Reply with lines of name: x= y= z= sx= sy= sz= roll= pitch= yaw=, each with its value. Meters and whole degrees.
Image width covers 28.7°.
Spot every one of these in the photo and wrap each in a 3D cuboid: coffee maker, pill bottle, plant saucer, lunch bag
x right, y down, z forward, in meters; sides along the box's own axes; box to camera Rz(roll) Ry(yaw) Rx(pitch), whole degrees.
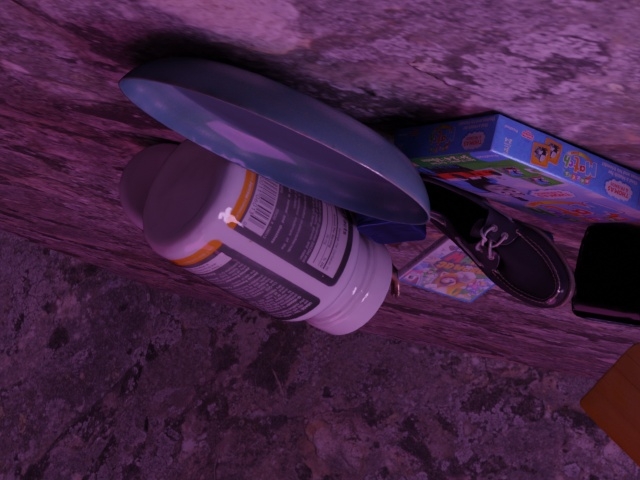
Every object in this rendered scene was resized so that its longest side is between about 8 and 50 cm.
coffee maker: x=0.374 y=0.041 z=1.383 sx=0.178 sy=0.120 sz=0.171 roll=9 pitch=153 yaw=19
pill bottle: x=-0.183 y=-0.048 z=1.629 sx=0.117 sy=0.117 sz=0.215 roll=13 pitch=171 yaw=7
plant saucer: x=-0.037 y=-0.098 z=1.181 sx=0.318 sy=0.043 sz=0.317 roll=23 pitch=173 yaw=3
pill bottle: x=-0.055 y=-0.001 z=1.456 sx=0.278 sy=0.162 sz=0.162 roll=32 pitch=162 yaw=-37
lunch bag: x=0.084 y=-0.038 z=1.447 sx=0.067 sy=0.065 sz=0.098 roll=-6 pitch=164 yaw=21

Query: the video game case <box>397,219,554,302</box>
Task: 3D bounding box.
video game case: x=0.191 y=0.022 z=1.559 sx=0.119 sy=0.015 sz=0.166 roll=19 pitch=141 yaw=-28

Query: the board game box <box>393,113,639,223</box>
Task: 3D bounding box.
board game box: x=0.197 y=-0.063 z=1.179 sx=0.212 sy=0.039 sz=0.160 roll=17 pitch=171 yaw=-28

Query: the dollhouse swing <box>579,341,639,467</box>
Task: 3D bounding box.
dollhouse swing: x=0.489 y=0.087 z=1.154 sx=0.347 sy=0.304 sz=0.315 roll=-7 pitch=-147 yaw=-27

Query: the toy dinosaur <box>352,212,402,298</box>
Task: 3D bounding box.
toy dinosaur: x=0.000 y=0.000 z=1.666 sx=0.200 sy=0.127 sz=0.296 roll=24 pitch=163 yaw=-19

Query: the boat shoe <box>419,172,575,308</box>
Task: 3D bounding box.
boat shoe: x=0.164 y=-0.001 z=1.259 sx=0.206 sy=0.075 sz=0.065 roll=44 pitch=-153 yaw=27
